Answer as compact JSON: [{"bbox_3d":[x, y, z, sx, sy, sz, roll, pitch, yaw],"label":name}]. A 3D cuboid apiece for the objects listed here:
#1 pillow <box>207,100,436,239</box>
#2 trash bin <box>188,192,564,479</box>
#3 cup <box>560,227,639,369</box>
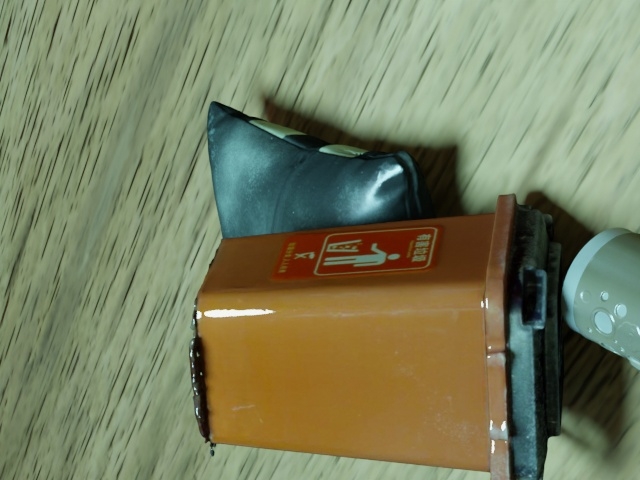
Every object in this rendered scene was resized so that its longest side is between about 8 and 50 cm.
[{"bbox_3d":[0.000,0.000,1.461,0.250,0.106,0.186,19,127,51],"label":"pillow"},{"bbox_3d":[0.042,0.079,1.309,0.239,0.161,0.184,-2,114,10],"label":"trash bin"},{"bbox_3d":[0.209,0.055,1.220,0.099,0.074,0.102,29,128,45],"label":"cup"}]
